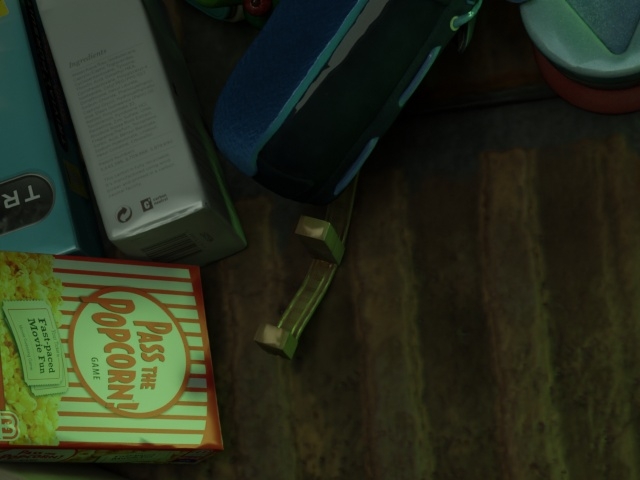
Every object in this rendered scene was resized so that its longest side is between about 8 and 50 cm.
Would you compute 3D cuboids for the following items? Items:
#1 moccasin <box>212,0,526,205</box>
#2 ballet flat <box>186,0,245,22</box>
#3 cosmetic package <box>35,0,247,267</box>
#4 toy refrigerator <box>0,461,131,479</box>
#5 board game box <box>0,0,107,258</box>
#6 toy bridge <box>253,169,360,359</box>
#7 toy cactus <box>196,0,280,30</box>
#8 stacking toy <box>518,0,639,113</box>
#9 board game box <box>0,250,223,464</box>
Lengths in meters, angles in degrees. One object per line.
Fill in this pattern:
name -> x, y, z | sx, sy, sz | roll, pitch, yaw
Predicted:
moccasin -> 0.057, -0.178, 1.365 | 0.342, 0.117, 0.138 | -50, 38, 4
ballet flat -> -0.137, -0.255, 1.528 | 0.248, 0.086, 0.086 | 33, 83, 20
cosmetic package -> -0.138, -0.096, 1.449 | 0.086, 0.117, 0.231 | -20, 70, 6
toy refrigerator -> -0.240, 0.195, 1.378 | 0.270, 0.102, 0.094 | 18, 96, 18
board game box -> -0.331, -0.091, 1.515 | 0.254, 0.079, 0.336 | -20, 69, 7
toy bridge -> 0.000, 0.000, 1.410 | 0.026, 0.063, 0.188 | 15, 74, 18
toy cactus -> 0.001, -0.199, 1.443 | 0.112, 0.219, 0.180 | -21, 101, 37
stacking toy -> 0.305, -0.217, 1.370 | 0.309, 0.130, 0.279 | 10, 76, 16
board game box -> -0.171, 0.086, 1.369 | 0.045, 0.194, 0.146 | -33, 60, 49
